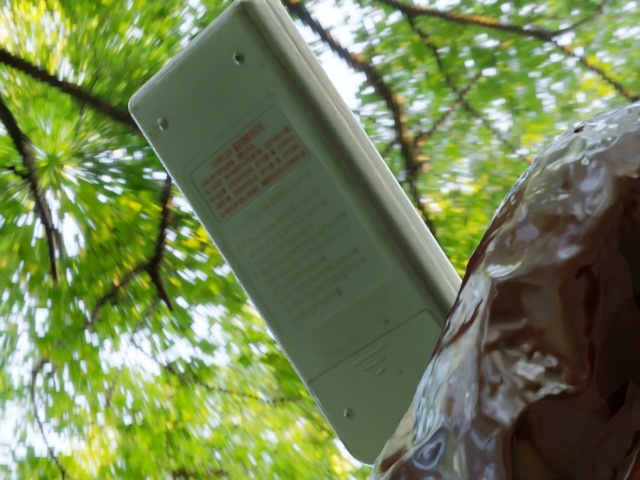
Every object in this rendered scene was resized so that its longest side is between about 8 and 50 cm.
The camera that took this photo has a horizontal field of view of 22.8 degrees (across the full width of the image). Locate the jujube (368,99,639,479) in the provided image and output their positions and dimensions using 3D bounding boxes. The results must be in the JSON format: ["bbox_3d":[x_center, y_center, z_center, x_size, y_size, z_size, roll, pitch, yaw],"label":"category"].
[{"bbox_3d":[0.091,0.124,0.407,0.216,0.216,0.342,21,-112,-10],"label":"jujube"}]

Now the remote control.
[{"bbox_3d":[0.000,0.000,0.634,0.029,0.087,0.190,-29,-96,-49],"label":"remote control"}]
